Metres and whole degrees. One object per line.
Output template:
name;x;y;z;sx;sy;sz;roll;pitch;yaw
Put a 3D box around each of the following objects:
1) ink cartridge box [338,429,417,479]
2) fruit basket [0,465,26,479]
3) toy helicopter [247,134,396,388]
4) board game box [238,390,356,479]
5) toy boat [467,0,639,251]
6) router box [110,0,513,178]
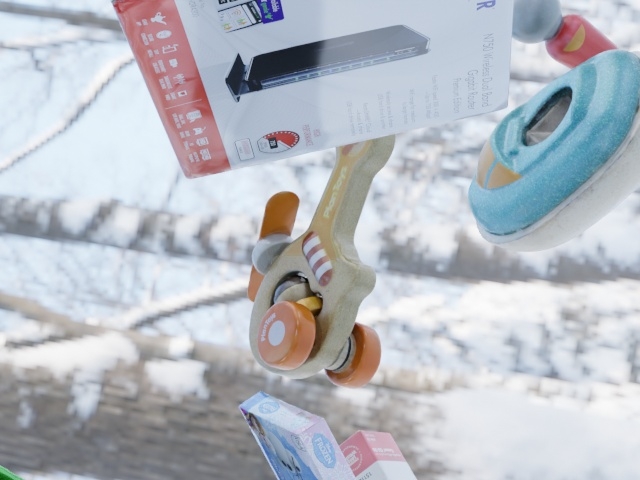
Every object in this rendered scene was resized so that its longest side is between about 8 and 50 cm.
ink cartridge box;0.061;0.305;1.659;0.115;0.198;0.067;-41;-27;20
fruit basket;-0.293;0.334;1.397;0.392;0.392;0.283;56;-132;-63
toy helicopter;0.000;0.000;2.081;0.140;0.235;0.355;19;-86;-36
board game box;-0.005;0.136;0.959;0.020;0.090;0.090;-33;-73;-20
toy boat;0.242;-0.139;1.720;0.267;0.148;0.318;-43;24;40
router box;0.002;-0.180;1.335;0.335;0.301;0.082;75;-177;-69
